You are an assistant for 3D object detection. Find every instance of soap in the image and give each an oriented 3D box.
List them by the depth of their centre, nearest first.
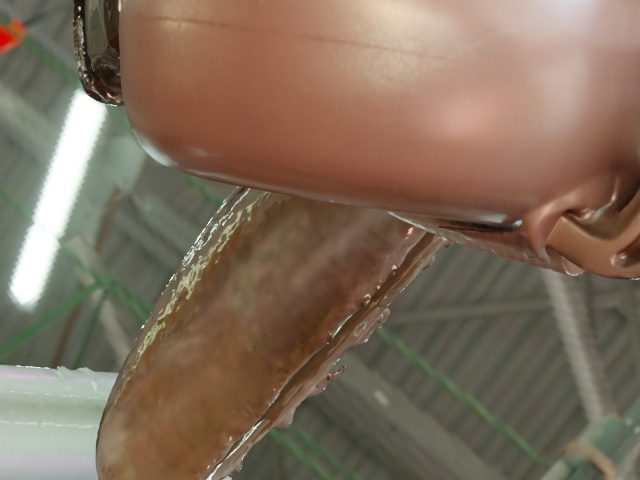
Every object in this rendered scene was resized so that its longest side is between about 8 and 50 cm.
[{"bbox_3d":[-0.142,0.131,0.961,0.145,0.230,0.091,-27,-115,38],"label":"soap"}]

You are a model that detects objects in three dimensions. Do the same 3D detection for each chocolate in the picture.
[{"bbox_3d":[-0.001,0.000,0.712,0.083,0.161,0.261,42,-76,6],"label":"chocolate"}]

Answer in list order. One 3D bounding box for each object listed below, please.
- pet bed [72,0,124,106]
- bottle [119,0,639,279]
[{"bbox_3d":[-0.095,-0.201,1.486,0.159,0.211,0.183,148,-60,-68],"label":"pet bed"},{"bbox_3d":[0.048,-0.145,0.433,0.206,0.173,0.297,11,-87,27],"label":"bottle"}]
